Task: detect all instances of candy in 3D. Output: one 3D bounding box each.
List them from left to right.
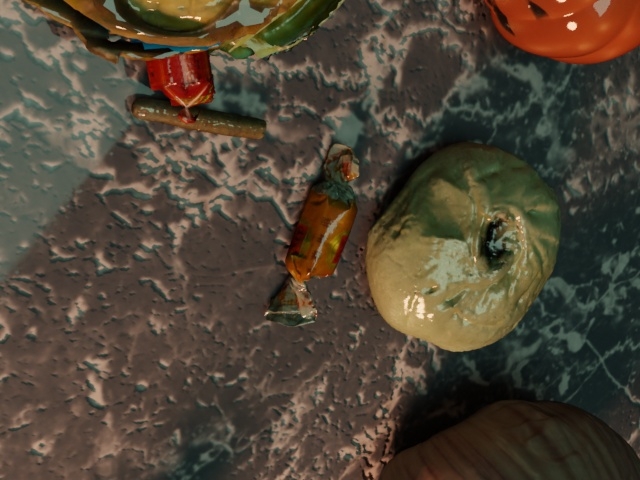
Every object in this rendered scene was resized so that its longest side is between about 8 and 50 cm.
[{"bbox_3d":[0.000,0.000,0.676,0.046,0.053,0.182,14,103,-40],"label":"candy"}]

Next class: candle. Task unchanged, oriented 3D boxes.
[{"bbox_3d":[-0.109,-0.153,0.545,0.052,0.052,0.131,-15,106,-24],"label":"candle"}]

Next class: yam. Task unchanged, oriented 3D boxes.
[{"bbox_3d":[-0.099,-0.100,0.598,0.116,0.021,0.021,5,106,-31],"label":"yam"}]

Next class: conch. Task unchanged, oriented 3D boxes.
[{"bbox_3d":[-0.009,-0.223,0.572,0.095,0.079,0.201,15,118,-46],"label":"conch"}]

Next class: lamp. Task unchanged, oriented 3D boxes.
[{"bbox_3d":[0.242,-0.252,0.647,0.187,0.164,0.188,-10,111,-28],"label":"lamp"}]

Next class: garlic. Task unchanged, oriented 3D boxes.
[{"bbox_3d":[0.222,0.324,0.800,0.317,0.259,0.318,-11,111,-30],"label":"garlic"}]

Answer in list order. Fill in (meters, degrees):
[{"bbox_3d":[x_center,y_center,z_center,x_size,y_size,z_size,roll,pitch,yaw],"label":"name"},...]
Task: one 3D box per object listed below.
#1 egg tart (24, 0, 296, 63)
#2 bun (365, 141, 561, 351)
[{"bbox_3d":[-0.105,-0.257,0.446,0.290,0.107,0.291,-1,96,-12],"label":"egg tart"},{"bbox_3d":[0.153,0.015,0.731,0.221,0.108,0.221,-11,114,-26],"label":"bun"}]
